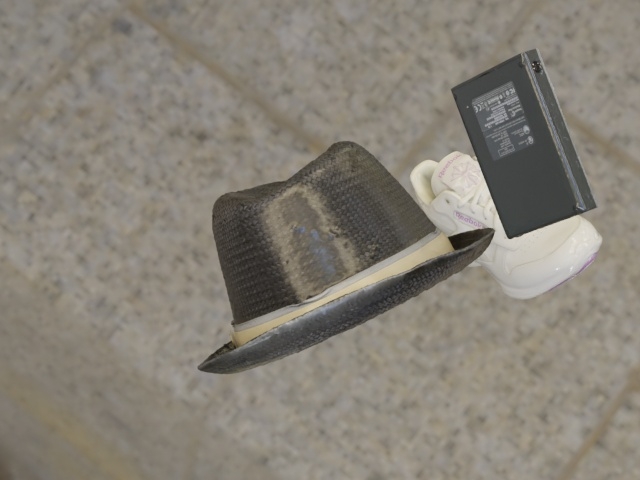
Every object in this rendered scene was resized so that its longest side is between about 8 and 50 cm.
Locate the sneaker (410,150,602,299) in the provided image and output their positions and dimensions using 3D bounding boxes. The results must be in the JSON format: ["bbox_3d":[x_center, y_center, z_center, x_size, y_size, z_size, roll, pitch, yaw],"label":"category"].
[{"bbox_3d":[0.201,-0.023,1.739,0.114,0.152,0.305,-46,-153,-13],"label":"sneaker"}]

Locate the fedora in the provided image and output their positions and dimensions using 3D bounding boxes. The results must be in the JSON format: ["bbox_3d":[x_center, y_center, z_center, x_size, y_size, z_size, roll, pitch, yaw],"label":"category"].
[{"bbox_3d":[0.000,0.000,1.385,0.334,0.152,0.334,-24,-178,1],"label":"fedora"}]

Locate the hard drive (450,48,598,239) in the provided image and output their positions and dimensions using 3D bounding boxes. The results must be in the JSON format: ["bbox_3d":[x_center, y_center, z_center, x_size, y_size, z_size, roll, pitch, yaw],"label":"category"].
[{"bbox_3d":[0.162,-0.075,1.204,0.022,0.135,0.094,-19,178,-37],"label":"hard drive"}]
